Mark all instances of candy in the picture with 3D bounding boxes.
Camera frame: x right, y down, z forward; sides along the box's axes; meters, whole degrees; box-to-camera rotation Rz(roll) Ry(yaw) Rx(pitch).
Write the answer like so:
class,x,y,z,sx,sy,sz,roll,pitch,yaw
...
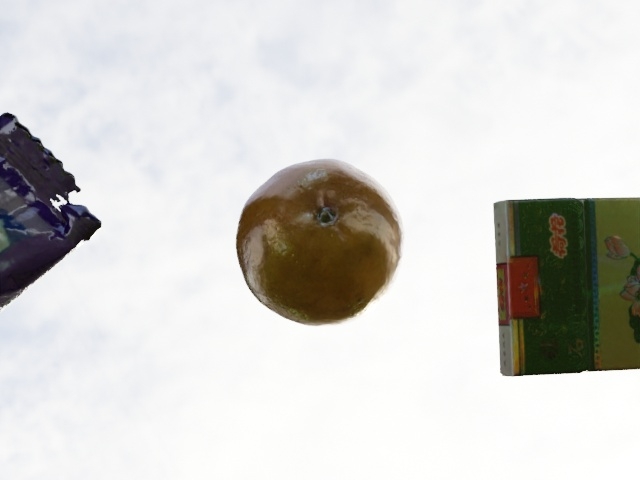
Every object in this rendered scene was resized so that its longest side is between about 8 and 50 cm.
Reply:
class,x,y,z,sx,sy,sz,roll,pitch,yaw
candy,-0.321,0.026,1.307,0.275,0.145,0.070,-43,-16,-1

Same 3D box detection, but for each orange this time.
class,x,y,z,sx,sy,sz,roll,pitch,yaw
orange,0.000,0.000,1.396,0.156,0.156,0.124,-9,-16,-4

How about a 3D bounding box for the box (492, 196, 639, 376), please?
class,x,y,z,sx,sy,sz,roll,pitch,yaw
box,0.246,0.032,1.156,0.235,0.132,0.034,-1,-2,-14
